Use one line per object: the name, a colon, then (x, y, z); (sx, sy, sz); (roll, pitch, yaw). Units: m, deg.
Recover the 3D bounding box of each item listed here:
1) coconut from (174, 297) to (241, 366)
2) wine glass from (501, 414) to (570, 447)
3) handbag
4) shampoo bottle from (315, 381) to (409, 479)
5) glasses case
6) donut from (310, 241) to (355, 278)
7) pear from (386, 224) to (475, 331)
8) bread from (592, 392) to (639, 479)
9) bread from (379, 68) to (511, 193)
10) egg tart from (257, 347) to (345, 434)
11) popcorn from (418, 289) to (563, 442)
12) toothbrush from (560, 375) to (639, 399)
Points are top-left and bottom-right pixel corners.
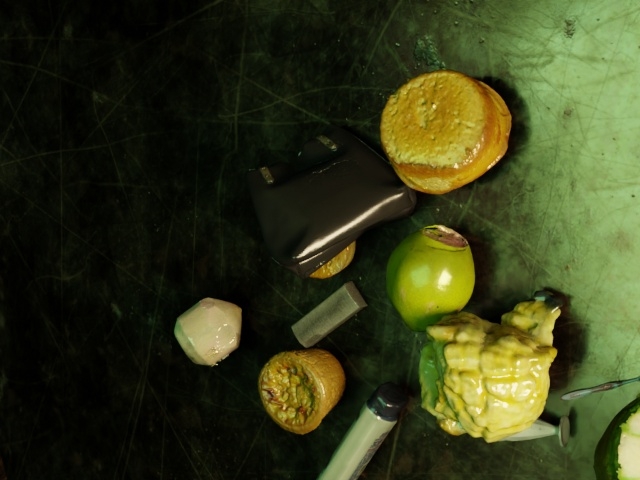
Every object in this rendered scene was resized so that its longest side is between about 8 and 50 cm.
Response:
coconut: (-0.284, 0.236, 1.983); (0.183, 0.171, 0.171); (-33, 74, -5)
wine glass: (0.427, 0.384, 1.547); (0.155, 0.073, 0.073); (-1, 96, 32)
handbag: (0.002, -0.102, 1.673); (0.342, 0.152, 0.288); (-29, 64, -10)
shampoo bottle: (0.092, 0.483, 1.761); (0.078, 0.134, 0.359); (40, 115, 26)
glasses case: (0.018, 0.182, 1.825); (0.205, 0.047, 0.071); (-40, 75, 32)
donut: (0.001, 0.001, 1.795); (0.190, 0.074, 0.174); (-2, 95, 32)
pear: (0.223, 0.085, 1.581); (0.187, 0.187, 0.220); (35, 119, 27)
bread: (0.651, 0.414, 1.227); (0.366, 0.129, 0.382); (-3, 58, 3)
bread: (0.245, -0.228, 1.522); (0.268, 0.145, 0.269); (-3, 82, 23)
egg tart: (-0.032, 0.354, 1.824); (0.202, 0.147, 0.203); (5, 98, 35)
popcorn: (0.323, 0.252, 1.493); (0.293, 0.293, 0.237); (21, 130, 32)
toothbrush: (0.556, 0.288, 1.470); (0.193, 0.019, 0.013); (-25, 82, 37)
